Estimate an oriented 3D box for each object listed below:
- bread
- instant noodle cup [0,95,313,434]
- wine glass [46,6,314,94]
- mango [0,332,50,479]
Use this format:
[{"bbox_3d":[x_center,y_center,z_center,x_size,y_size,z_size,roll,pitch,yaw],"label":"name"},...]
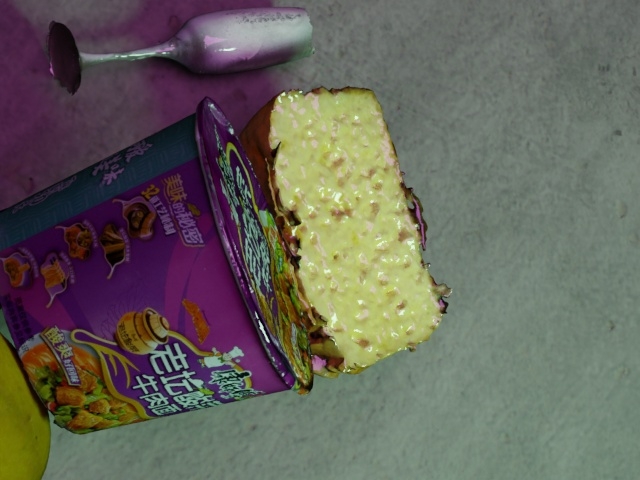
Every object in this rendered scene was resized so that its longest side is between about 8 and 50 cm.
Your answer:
[{"bbox_3d":[-0.003,-0.004,1.478,0.160,0.147,0.260,-19,87,-36],"label":"bread"},{"bbox_3d":[-0.135,0.034,1.268,0.190,0.251,0.251,-19,87,7],"label":"instant noodle cup"},{"bbox_3d":[-0.121,-0.184,1.501,0.262,0.074,0.074,-11,83,-29],"label":"wine glass"},{"bbox_3d":[-0.309,0.132,1.218,0.195,0.331,0.142,-10,53,-9],"label":"mango"}]
